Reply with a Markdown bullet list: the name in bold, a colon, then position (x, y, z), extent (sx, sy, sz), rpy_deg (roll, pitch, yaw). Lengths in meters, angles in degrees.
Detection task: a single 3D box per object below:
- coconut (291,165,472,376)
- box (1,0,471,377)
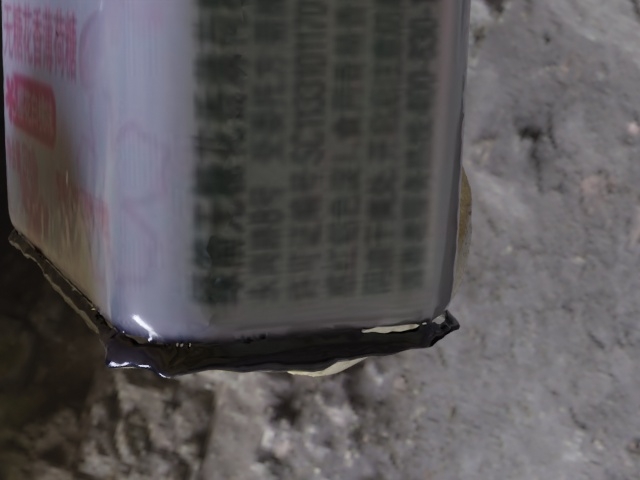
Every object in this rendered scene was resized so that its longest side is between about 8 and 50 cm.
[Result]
- **coconut**: position (0.000, 0.000, 1.446), extent (0.329, 0.329, 0.329), rpy_deg (-42, 37, 43)
- **box**: position (-0.029, -0.156, 0.387), extent (0.190, 0.112, 0.369), rpy_deg (-150, 58, -65)
